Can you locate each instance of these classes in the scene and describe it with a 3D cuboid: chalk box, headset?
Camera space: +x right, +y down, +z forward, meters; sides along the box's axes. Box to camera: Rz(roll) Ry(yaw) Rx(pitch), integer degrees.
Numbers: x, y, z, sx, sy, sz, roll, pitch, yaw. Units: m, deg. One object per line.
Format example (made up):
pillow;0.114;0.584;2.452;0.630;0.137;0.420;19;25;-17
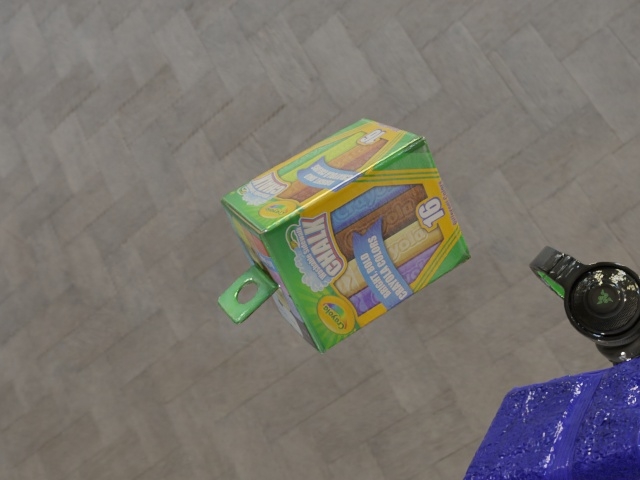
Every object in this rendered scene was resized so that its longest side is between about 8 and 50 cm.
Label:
chalk box;0.000;0.000;0.744;0.213;0.132;0.132;-30;26;-13
headset;0.521;0.115;1.358;0.185;0.243;0.394;-49;38;4

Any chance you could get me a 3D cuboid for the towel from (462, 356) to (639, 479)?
towel;0.326;0.241;1.057;0.076;0.228;0.308;53;137;-4
